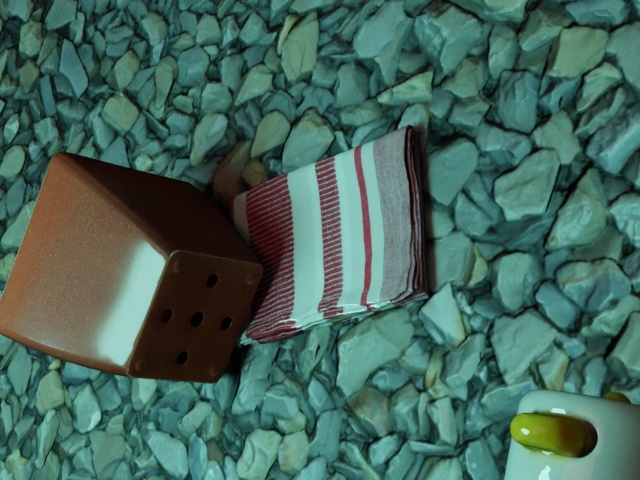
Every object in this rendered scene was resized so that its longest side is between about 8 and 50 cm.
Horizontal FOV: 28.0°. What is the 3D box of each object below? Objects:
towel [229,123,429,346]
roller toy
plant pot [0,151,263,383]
[{"bbox_3d":[0.000,0.000,1.725,0.329,0.037,0.237,-19,64,36],"label":"towel"},{"bbox_3d":[0.284,0.224,1.293,0.209,0.191,0.146,12,81,2],"label":"roller toy"},{"bbox_3d":[-0.239,0.061,1.754,0.235,0.267,0.267,27,99,39],"label":"plant pot"}]
